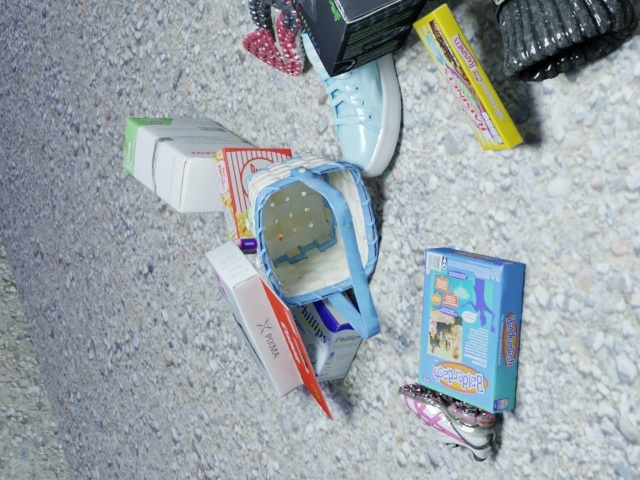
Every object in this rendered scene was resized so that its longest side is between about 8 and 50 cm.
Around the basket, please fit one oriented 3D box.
[{"bbox_3d":[0.000,0.000,1.463,0.289,0.201,0.255,35,144,56],"label":"basket"}]

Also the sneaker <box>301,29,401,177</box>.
[{"bbox_3d":[0.030,-0.282,1.464,0.135,0.150,0.366,-6,88,55],"label":"sneaker"}]

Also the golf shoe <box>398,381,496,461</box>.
[{"bbox_3d":[0.181,0.267,1.369,0.186,0.067,0.086,18,109,53],"label":"golf shoe"}]

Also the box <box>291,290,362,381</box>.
[{"bbox_3d":[0.006,0.154,1.601,0.126,0.072,0.137,50,131,39],"label":"box"}]

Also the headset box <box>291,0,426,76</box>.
[{"bbox_3d":[0.029,-0.389,1.257,0.283,0.131,0.246,136,108,-84],"label":"headset box"}]

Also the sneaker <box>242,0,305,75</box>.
[{"bbox_3d":[-0.056,-0.381,1.580,0.112,0.120,0.299,-63,2,-17],"label":"sneaker"}]

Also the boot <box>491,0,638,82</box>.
[{"bbox_3d":[0.234,-0.321,1.193,0.348,0.131,0.260,-22,83,62],"label":"boot"}]

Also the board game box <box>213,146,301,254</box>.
[{"bbox_3d":[-0.108,-0.073,1.679,0.045,0.146,0.194,-27,71,52],"label":"board game box"}]

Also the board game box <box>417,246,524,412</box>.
[{"bbox_3d":[0.214,0.125,1.327,0.160,0.047,0.210,14,104,53],"label":"board game box"}]

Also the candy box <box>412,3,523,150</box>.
[{"bbox_3d":[0.196,-0.214,1.232,0.206,0.027,0.105,59,176,-8],"label":"candy box"}]

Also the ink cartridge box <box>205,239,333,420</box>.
[{"bbox_3d":[-0.088,0.165,1.567,0.239,0.060,0.275,47,161,52],"label":"ink cartridge box"}]

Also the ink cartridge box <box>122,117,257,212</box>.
[{"bbox_3d":[-0.246,-0.153,1.820,0.273,0.198,0.115,35,120,49],"label":"ink cartridge box"}]
